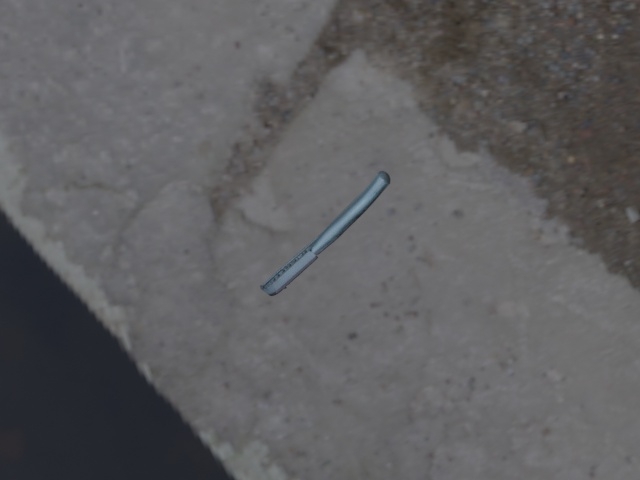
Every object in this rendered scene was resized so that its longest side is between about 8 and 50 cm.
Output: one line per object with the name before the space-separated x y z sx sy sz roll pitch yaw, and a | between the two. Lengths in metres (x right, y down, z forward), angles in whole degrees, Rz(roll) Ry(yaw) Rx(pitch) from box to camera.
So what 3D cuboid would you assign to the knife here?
knife | 0.001 0.001 1.283 0.015 0.028 0.210 30 137 -17
